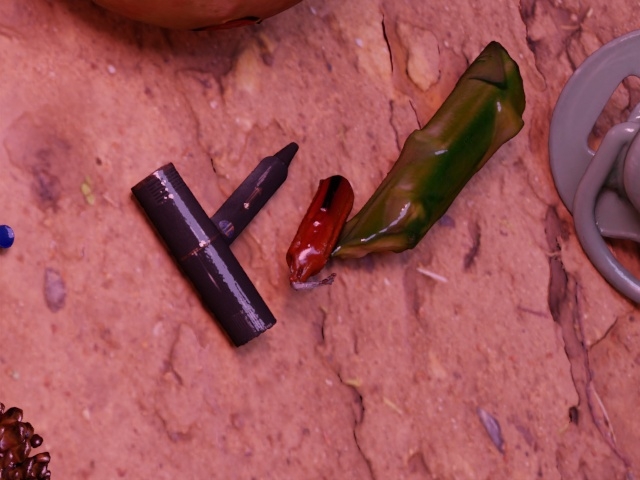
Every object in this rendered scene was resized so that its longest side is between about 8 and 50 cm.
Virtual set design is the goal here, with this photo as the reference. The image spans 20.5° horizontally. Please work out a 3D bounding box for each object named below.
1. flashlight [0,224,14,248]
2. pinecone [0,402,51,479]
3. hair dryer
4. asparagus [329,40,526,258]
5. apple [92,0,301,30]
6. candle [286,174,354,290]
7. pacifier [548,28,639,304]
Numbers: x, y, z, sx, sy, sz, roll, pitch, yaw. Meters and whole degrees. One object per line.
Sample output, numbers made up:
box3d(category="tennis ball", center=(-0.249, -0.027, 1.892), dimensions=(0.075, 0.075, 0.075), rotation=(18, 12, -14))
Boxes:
box3d(category="flashlight", center=(-0.302, -0.001, 1.435), dimensions=(0.121, 0.035, 0.057), rotation=(-32, 90, -41))
box3d(category="pinecone", center=(-0.257, 0.172, 1.354), dimensions=(0.109, 0.102, 0.102), rotation=(47, 49, -23))
box3d(category="hair dryer", center=(-0.059, -0.016, 1.618), dimensions=(0.195, 0.050, 0.173), rotation=(-34, 93, -44))
box3d(category="asparagus", center=(0.115, -0.076, 1.745), dimensions=(0.085, 0.082, 0.343), rotation=(47, 51, -14))
box3d(category="apple", center=(-0.107, -0.385, 1.557), dimensions=(0.391, 0.346, 0.391), rotation=(14, 61, -27))
box3d(category="candle", center=(0.000, 0.000, 1.627), dimensions=(0.048, 0.053, 0.162), rotation=(32, 38, -7))
box3d(category="pacifier", center=(0.406, -0.073, 1.894), dimensions=(0.343, 0.288, 0.269), rotation=(33, 17, 5))
